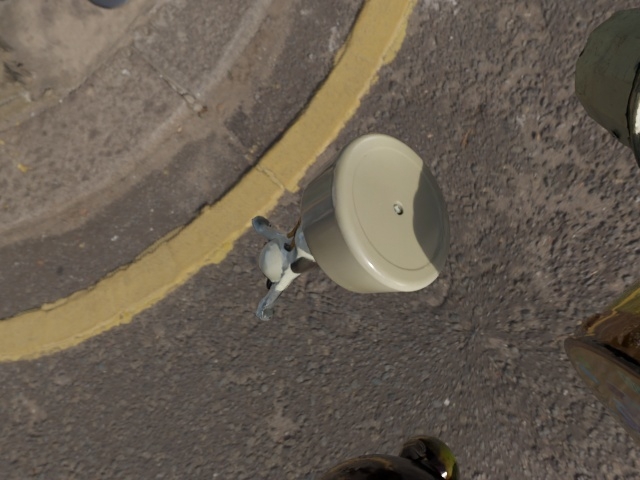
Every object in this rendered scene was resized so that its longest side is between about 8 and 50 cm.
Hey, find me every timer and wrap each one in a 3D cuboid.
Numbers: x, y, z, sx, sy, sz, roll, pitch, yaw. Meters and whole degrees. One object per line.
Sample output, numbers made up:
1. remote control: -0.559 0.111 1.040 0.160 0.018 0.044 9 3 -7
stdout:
1. timer: 0.000 0.000 0.718 0.266 0.175 0.175 -22 73 47

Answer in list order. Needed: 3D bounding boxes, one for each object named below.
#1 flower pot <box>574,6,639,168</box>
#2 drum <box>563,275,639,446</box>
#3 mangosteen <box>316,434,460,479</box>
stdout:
1. flower pot: 0.381 -0.164 0.636 0.212 0.202 0.212 -3 113 -7
2. drum: 0.453 0.175 0.525 0.214 0.431 0.431 -43 74 1
3. mangosteen: 0.067 0.289 0.529 0.210 0.210 0.209 -2 81 14
